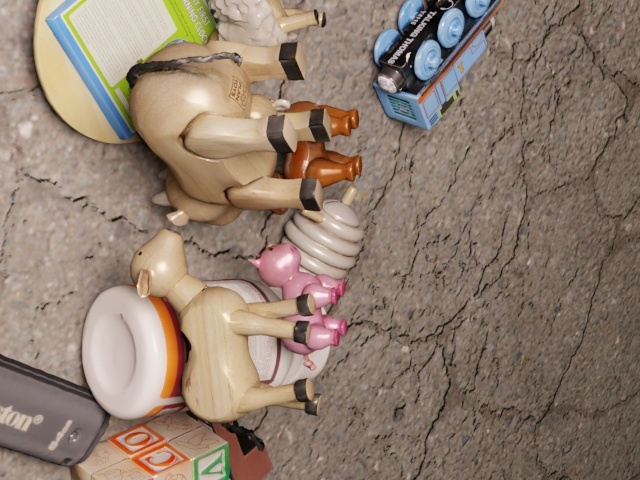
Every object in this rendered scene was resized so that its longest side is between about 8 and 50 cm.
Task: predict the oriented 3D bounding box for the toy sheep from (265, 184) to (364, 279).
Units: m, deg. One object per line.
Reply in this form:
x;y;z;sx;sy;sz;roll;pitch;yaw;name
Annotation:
0.000;0.000;1.114;0.091;0.091;0.132;15;113;-46;toy sheep

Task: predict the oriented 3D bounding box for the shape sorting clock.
-0.157;-0.183;0.920;0.206;0.040;0.206;-28;133;-34;shape sorting clock

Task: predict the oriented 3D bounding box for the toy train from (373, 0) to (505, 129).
0.128;-0.212;1.162;0.184;0.080;0.105;-51;143;-19;toy train

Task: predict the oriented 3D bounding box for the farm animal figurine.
-0.081;-0.040;0.909;0.327;0.172;0.330;76;20;-46;farm animal figurine

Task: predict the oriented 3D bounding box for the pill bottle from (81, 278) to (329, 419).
-0.104;0.098;1.026;0.221;0.121;0.121;-1;107;-44;pill bottle

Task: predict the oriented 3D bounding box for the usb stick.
-0.294;0.128;0.909;0.278;0.045;0.077;34;81;-46;usb stick

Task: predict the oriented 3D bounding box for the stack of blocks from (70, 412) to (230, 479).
-0.146;0.330;1.100;0.171;0.087;0.297;-20;119;-37;stack of blocks

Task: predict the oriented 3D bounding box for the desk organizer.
-0.096;0.203;1.129;0.050;0.047;0.130;-38;129;-30;desk organizer
